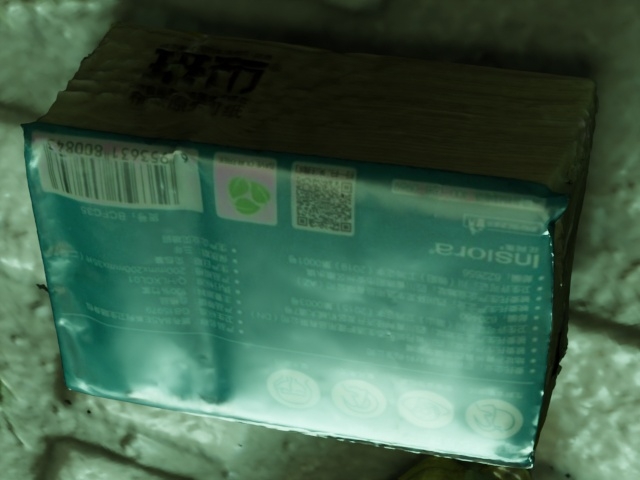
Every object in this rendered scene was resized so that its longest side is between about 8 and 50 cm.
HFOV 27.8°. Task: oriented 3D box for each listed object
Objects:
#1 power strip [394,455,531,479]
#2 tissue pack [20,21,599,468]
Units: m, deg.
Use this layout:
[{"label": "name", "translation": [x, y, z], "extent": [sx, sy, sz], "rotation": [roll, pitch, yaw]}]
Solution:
[{"label": "power strip", "translation": [-0.016, 0.190, 0.591], "extent": [0.064, 0.044, 0.305], "rotation": [38, 123, -14]}, {"label": "tissue pack", "translation": [0.000, 0.000, 0.430], "extent": [0.169, 0.082, 0.120], "rotation": [8, 129, 11]}]
